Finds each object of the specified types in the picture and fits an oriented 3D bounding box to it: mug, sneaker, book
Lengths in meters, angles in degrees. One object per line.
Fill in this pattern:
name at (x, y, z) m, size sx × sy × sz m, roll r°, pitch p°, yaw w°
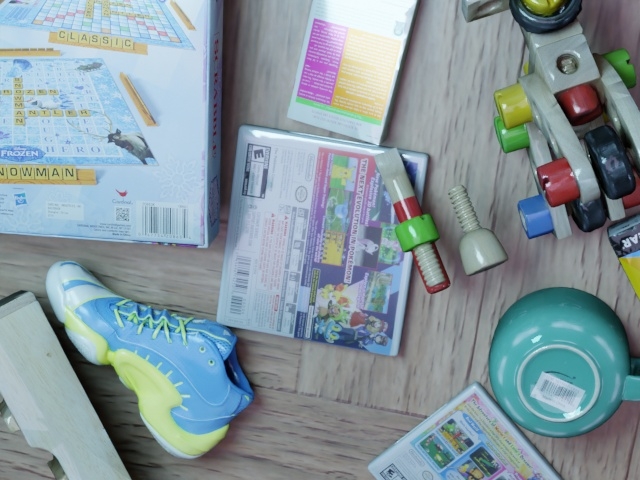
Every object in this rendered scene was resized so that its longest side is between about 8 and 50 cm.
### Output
mug at (0.233, 0.112, 1.297) m, size 0.158 × 0.097 × 0.129 m, roll -22°, pitch 98°, yaw 15°
sneaker at (-0.156, 0.094, 1.377) m, size 0.126 × 0.091 × 0.240 m, roll -35°, pitch 103°, yaw 12°
book at (0.030, -0.172, 1.302) m, size 0.096 × 0.035 × 0.144 m, roll 17°, pitch 106°, yaw 9°

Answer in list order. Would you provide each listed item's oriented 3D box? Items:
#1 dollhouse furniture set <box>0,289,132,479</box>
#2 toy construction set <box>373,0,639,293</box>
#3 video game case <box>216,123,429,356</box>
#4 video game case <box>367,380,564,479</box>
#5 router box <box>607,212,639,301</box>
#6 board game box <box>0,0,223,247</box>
dollhouse furniture set at (-0.396, 0.251, 1.328) m, size 0.394 × 0.362 × 0.256 m, roll -29°, pitch 96°, yaw -14°
toy construction set at (0.173, -0.117, 1.217) m, size 0.309 × 0.257 × 0.237 m, roll -26°, pitch 81°, yaw 26°
video game case at (0.000, 0.000, 1.354) m, size 0.183 × 0.023 × 0.201 m, roll 10°, pitch 104°, yaw 8°
video game case at (0.150, 0.239, 1.386) m, size 0.143 × 0.019 × 0.157 m, roll -40°, pitch 93°, yaw 16°
router box at (0.370, 0.012, 1.274) m, size 0.179 × 0.046 × 0.133 m, roll -27°, pitch 98°, yaw 15°
board game box at (-0.248, -0.162, 1.273) m, size 0.319 × 0.066 × 0.318 m, roll 5°, pitch 106°, yaw 6°
